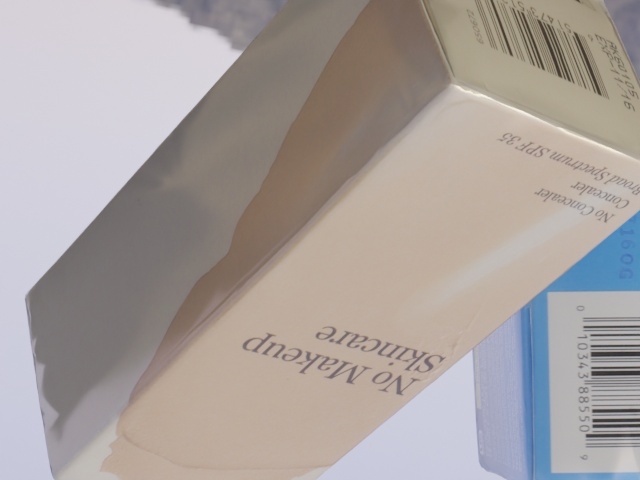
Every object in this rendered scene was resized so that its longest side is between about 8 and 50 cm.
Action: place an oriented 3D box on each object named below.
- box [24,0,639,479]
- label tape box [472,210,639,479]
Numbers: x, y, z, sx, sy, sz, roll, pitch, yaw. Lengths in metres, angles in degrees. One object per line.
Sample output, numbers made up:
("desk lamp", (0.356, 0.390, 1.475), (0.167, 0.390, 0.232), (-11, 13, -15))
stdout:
("box", (0.000, 0.000, 0.797), (0.148, 0.311, 0.121), (16, -137, -35))
("label tape box", (0.175, 0.047, 1.202), (0.115, 0.249, 0.347), (-2, 175, 1))
